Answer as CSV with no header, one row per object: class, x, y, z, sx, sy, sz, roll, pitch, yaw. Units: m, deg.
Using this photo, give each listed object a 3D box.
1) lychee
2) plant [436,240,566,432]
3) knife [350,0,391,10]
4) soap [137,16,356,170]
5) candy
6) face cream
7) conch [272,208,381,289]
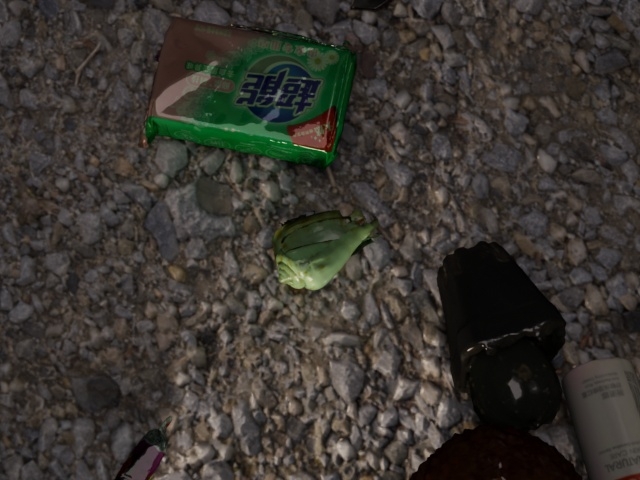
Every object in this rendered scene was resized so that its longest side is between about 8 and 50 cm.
lychee,0.211,0.351,1.490,0.260,0.260,0.261,1,74,-3
plant,0.238,0.129,1.609,0.141,0.164,0.256,-11,64,-6
knife,0.137,-0.406,1.823,0.230,0.028,0.060,-38,67,-9
soap,-0.097,-0.200,1.713,0.273,0.098,0.218,12,81,3
candy,-0.238,0.302,1.592,0.043,0.045,0.175,36,76,-9
face cream,0.389,0.318,1.520,0.102,0.102,0.346,-10,60,-6
conch,0.000,0.000,1.678,0.170,0.079,0.106,-36,85,-27
